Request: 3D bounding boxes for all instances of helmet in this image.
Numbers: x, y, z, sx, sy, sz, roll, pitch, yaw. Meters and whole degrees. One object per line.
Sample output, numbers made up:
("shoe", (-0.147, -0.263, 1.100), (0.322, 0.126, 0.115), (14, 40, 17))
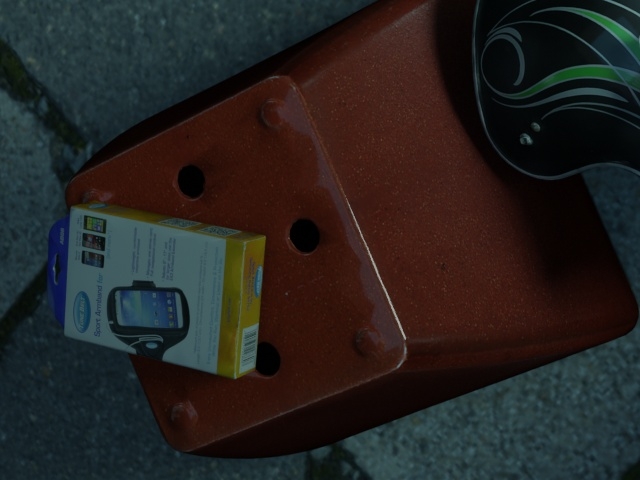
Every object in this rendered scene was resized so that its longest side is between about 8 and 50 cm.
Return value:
("helmet", (0.187, -0.110, 1.058), (0.161, 0.169, 0.169), (1, 100, 33))

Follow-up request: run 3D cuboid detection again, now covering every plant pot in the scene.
("plant pot", (0.000, 0.000, 1.133), (0.267, 0.235, 0.267), (-24, 88, 30))

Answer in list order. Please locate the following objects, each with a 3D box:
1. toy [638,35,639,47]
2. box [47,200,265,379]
("toy", (0.299, -0.070, 0.982), (0.237, 0.056, 0.137), (-13, 95, -12))
("box", (-0.098, 0.026, 1.040), (0.136, 0.028, 0.081), (13, 105, 29))
